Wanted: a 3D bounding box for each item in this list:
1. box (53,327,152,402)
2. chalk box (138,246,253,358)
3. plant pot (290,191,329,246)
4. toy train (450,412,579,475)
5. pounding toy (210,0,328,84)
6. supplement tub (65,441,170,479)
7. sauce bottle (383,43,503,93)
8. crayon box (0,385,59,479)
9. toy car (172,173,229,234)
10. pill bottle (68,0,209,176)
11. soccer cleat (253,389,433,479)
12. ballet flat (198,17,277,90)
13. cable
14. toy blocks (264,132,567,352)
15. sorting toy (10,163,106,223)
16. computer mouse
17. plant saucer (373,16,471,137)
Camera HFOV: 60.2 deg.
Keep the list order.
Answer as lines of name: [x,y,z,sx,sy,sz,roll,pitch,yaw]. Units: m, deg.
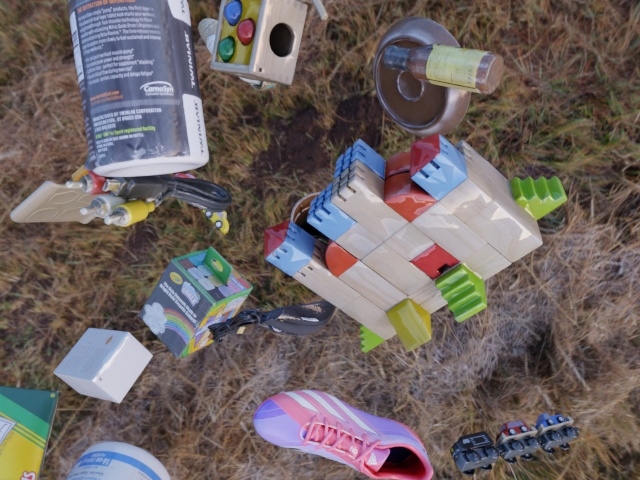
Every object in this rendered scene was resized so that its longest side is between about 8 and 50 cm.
box: [-0.493,0.280,1.254,0.170,0.091,0.130,-2,44,38]
chalk box: [-0.326,0.145,1.512,0.180,0.179,0.289,44,114,14]
plant pot: [0.000,0.000,1.292,0.167,0.165,0.167,6,60,-10]
toy train: [0.192,0.195,0.541,0.036,0.158,0.027,53,136,49]
pounding toy: [-0.080,-0.360,0.867,0.181,0.094,0.206,24,106,44]
supplement tub: [-0.145,0.190,0.348,0.071,0.107,0.071,4,118,8]
sauce bottle: [0.124,-0.183,0.574,0.128,0.042,0.042,25,82,34]
crayon box: [-0.614,0.403,0.851,0.313,0.106,0.363,13,47,-21]
toy car: [-0.368,-0.135,1.654,0.053,0.239,0.225,-43,33,-9]
pill bottle: [-0.204,-0.200,0.615,0.130,0.130,0.246,-6,93,14]
soccer cleat: [0.034,0.260,0.724,0.248,0.095,0.083,22,94,-20]
ballet flat: [-0.178,-0.383,1.143,0.206,0.073,0.067,34,48,0]
cable: [-0.273,-0.078,0.899,0.139,0.287,0.072,41,108,20]
toy blocks: [0.100,-0.020,0.772,0.381,0.261,0.191,-40,24,34]
sorting toy: [-0.666,-0.128,1.513,0.307,0.229,0.041,-29,74,29]
computer mouse: [-0.096,0.178,1.131,0.184,0.262,0.060,-25,72,40]
plant saucer: [0.241,-0.405,1.414,0.050,0.311,0.310,-32,62,-33]
